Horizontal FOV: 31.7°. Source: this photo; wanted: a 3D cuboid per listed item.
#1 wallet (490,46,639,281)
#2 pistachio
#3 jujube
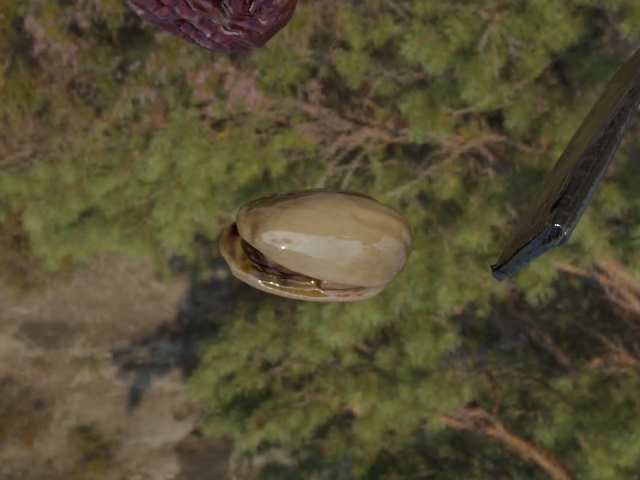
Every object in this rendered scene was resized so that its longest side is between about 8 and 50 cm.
[{"bbox_3d":[0.251,-0.088,1.035,0.030,0.285,0.146,34,156,2],"label":"wallet"},{"bbox_3d":[0.000,0.000,1.170,0.206,0.131,0.129,5,140,-25],"label":"pistachio"},{"bbox_3d":[-0.173,-0.413,1.637,0.258,0.258,0.377,-15,165,18],"label":"jujube"}]
